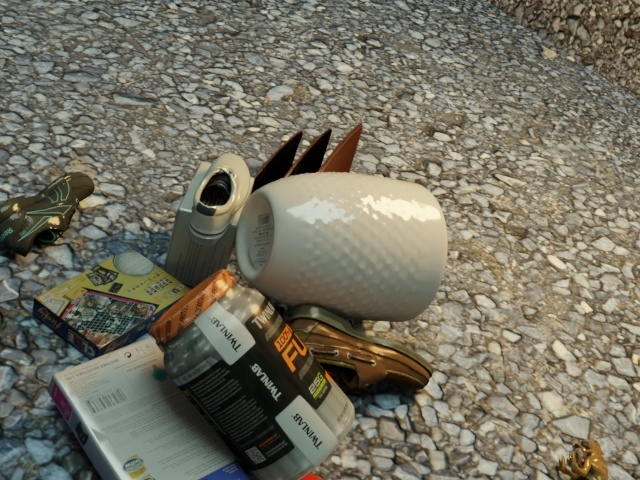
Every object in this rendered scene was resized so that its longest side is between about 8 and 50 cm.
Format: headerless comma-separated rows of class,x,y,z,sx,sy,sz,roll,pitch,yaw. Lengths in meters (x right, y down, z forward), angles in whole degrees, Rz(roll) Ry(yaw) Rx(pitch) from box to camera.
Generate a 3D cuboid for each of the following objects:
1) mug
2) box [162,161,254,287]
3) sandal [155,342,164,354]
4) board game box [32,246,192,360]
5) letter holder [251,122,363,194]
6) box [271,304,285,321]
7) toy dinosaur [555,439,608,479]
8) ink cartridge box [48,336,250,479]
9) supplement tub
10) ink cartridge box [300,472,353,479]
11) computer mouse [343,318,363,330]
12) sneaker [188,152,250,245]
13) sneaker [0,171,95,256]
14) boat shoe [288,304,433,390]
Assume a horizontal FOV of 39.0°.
mug,0.000,0.000,1.720,0.328,0.276,0.374,6,6,-30
box,-0.222,-0.027,1.797,0.119,0.182,0.181,18,36,-3
sandal,-0.274,0.201,1.577,0.072,0.049,0.180,28,36,13
board game box,-0.377,0.113,1.657,0.165,0.042,0.243,33,37,20
letter holder,-0.038,-0.157,2.029,0.152,0.214,0.302,25,36,9
box,-0.148,0.192,1.601,0.175,0.051,0.220,11,37,-15
toy dinosaur,0.491,0.420,1.619,0.112,0.064,0.211,15,35,-7
ink cartridge box,-0.265,0.307,1.404,0.185,0.065,0.311,-19,57,-41
supplement tub,-0.110,0.211,1.412,0.316,0.193,0.193,51,36,-8
ink cartridge box,0.015,0.436,1.389,0.232,0.066,0.189,29,36,8
computer mouse,0.048,0.155,1.797,0.106,0.042,0.193,2,41,-23
sneaker,-0.178,-0.097,1.675,0.094,0.091,0.258,16,38,-5
sneaker,-0.535,-0.050,1.785,0.106,0.101,0.267,48,39,3
boat shoe,0.066,0.225,1.646,0.307,0.110,0.104,25,60,-19
